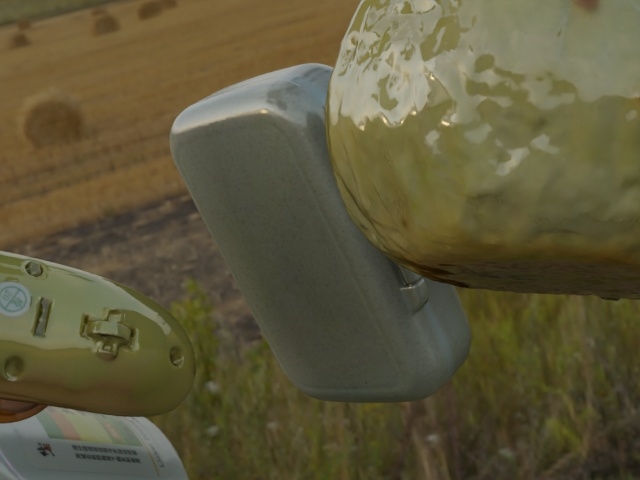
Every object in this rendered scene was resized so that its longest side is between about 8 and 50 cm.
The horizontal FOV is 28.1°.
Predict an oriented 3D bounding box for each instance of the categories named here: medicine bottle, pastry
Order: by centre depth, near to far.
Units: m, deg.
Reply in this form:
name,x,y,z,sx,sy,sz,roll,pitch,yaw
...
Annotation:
name,x,y,z,sx,sy,sz,roll,pitch,yaw
pastry,0.193,-0.117,1.002,0.389,0.312,0.388,4,-7,0
medicine bottle,-0.297,0.227,1.290,0.324,0.124,0.179,15,19,-49
medicine bottle,0.000,0.000,1.372,0.123,0.375,0.282,-36,18,-36

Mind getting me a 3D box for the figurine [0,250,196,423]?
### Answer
name,x,y,z,sx,sy,sz,roll,pitch,yaw
figurine,-0.264,0.087,1.058,0.325,0.124,0.222,14,-25,-18
